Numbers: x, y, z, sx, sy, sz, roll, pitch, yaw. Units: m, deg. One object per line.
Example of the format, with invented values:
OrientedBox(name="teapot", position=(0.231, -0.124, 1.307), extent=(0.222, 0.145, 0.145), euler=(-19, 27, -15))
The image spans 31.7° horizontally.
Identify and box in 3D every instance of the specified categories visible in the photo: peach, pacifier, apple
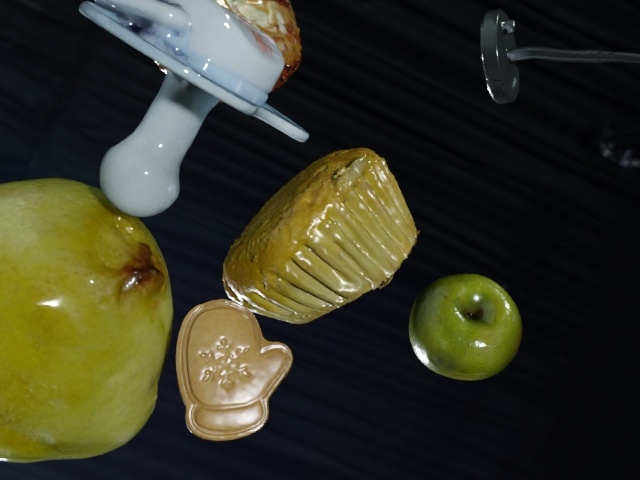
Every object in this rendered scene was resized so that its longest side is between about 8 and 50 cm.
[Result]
OrientedBox(name="peach", position=(-0.311, 0.080, 1.210), extent=(0.315, 0.314, 0.281), euler=(-53, -162, 42))
OrientedBox(name="pacifier", position=(-0.150, -0.131, 1.102), extent=(0.226, 0.238, 0.287), euler=(-60, 160, 3))
OrientedBox(name="apple", position=(0.250, 0.154, 1.959), extent=(0.157, 0.196, 0.196), euler=(109, -6, -50))

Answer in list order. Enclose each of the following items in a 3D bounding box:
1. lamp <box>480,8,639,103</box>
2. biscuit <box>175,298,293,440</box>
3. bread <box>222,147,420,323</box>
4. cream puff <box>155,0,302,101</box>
OrientedBox(name="lamp", position=(0.365, -0.184, 1.318), extent=(0.130, 0.371, 0.108), euler=(-65, 163, -49))
OrientedBox(name="biscuit", position=(-0.085, 0.125, 1.120), extent=(0.023, 0.118, 0.140), euler=(113, -37, -74))
OrientedBox(name="bread", position=(-0.004, -0.002, 1.289), extent=(0.240, 0.139, 0.240), euler=(-41, -168, 11))
OrientedBox(name="cream puff", position=(-0.135, -0.277, 1.398), extent=(0.164, 0.240, 0.240), euler=(-29, -144, 38))
